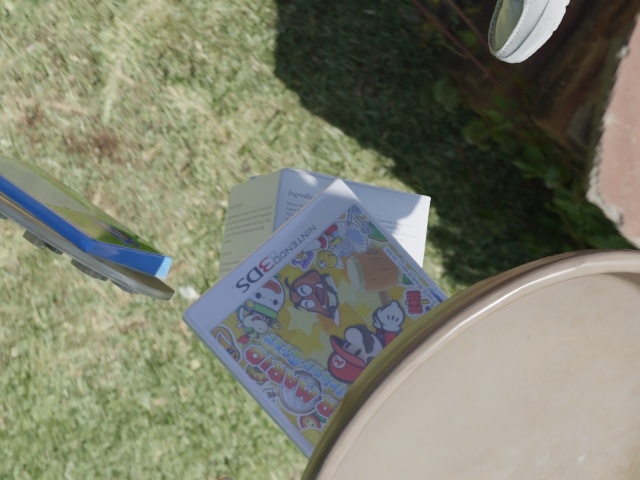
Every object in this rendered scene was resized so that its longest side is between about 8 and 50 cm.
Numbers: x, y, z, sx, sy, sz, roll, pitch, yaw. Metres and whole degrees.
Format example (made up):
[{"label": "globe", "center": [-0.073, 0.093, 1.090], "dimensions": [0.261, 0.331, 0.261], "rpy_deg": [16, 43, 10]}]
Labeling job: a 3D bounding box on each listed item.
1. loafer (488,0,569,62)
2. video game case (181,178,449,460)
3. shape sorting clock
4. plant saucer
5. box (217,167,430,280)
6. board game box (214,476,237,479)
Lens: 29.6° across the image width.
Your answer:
[{"label": "loafer", "center": [0.248, -0.341, 1.430], "dimensions": [0.111, 0.112, 0.319], "rpy_deg": [0, 140, -14]}, {"label": "video game case", "center": [0.020, 0.087, 1.136], "dimensions": [0.206, 0.026, 0.227], "rpy_deg": [-42, 88, -21]}, {"label": "shape sorting clock", "center": [-0.197, -0.012, 0.889], "dimensions": [0.206, 0.206, 0.040], "rpy_deg": [29, 95, -30]}, {"label": "plant saucer", "center": [0.100, 0.123, 0.622], "dimensions": [0.277, 0.041, 0.278], "rpy_deg": [-14, 123, -23]}, {"label": "box", "center": [0.000, 0.000, 1.355], "dimensions": [0.181, 0.181, 0.119], "rpy_deg": [10, 82, -21]}, {"label": "board game box", "center": [-0.033, 0.279, 0.860], "dimensions": [0.045, 0.146, 0.194], "rpy_deg": [-12, 100, -35]}]
